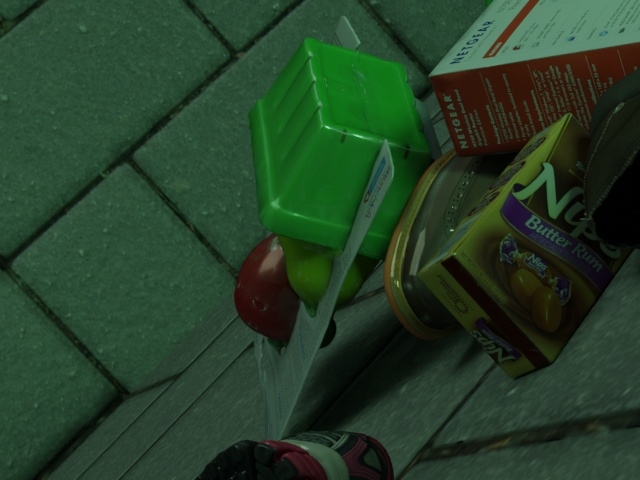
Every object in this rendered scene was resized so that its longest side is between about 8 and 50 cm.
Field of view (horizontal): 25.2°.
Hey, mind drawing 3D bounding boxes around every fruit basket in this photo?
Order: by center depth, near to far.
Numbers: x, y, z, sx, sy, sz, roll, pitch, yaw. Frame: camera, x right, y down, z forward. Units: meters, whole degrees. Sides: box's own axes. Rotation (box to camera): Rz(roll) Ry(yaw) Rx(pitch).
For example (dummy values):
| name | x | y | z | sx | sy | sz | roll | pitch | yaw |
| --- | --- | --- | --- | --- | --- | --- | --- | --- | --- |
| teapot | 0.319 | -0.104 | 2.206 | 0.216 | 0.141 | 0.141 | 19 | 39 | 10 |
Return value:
| name | x | y | z | sx | sy | sz | roll | pitch | yaw |
| --- | --- | --- | --- | --- | --- | --- | --- | --- | --- |
| fruit basket | 0.000 | 0.000 | 1.407 | 0.327 | 0.165 | 0.353 | -100 | 21 | -57 |

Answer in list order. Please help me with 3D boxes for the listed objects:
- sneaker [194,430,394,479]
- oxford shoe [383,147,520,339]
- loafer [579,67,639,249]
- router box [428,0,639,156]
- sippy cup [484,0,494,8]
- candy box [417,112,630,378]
| name | x | y | z | sx | sy | sz | roll | pitch | yaw |
| --- | --- | --- | --- | --- | --- | --- | --- | --- | --- |
| sneaker | -0.062 | 0.230 | 1.034 | 0.112 | 0.121 | 0.299 | -7 | -22 | -45 |
| oxford shoe | 0.193 | -0.055 | 1.228 | 0.363 | 0.130 | 0.133 | -46 | 14 | -27 |
| loafer | 0.288 | -0.076 | 0.924 | 0.130 | 0.134 | 0.366 | -69 | 8 | -24 |
| router box | 0.297 | -0.201 | 1.219 | 0.301 | 0.082 | 0.335 | -5 | 30 | 35 |
| sippy cup | 0.341 | -0.305 | 1.614 | 0.224 | 0.240 | 0.305 | -35 | 26 | -32 |
| candy box | 0.167 | 0.001 | 1.080 | 0.186 | 0.109 | 0.053 | -48 | 9 | -37 |
